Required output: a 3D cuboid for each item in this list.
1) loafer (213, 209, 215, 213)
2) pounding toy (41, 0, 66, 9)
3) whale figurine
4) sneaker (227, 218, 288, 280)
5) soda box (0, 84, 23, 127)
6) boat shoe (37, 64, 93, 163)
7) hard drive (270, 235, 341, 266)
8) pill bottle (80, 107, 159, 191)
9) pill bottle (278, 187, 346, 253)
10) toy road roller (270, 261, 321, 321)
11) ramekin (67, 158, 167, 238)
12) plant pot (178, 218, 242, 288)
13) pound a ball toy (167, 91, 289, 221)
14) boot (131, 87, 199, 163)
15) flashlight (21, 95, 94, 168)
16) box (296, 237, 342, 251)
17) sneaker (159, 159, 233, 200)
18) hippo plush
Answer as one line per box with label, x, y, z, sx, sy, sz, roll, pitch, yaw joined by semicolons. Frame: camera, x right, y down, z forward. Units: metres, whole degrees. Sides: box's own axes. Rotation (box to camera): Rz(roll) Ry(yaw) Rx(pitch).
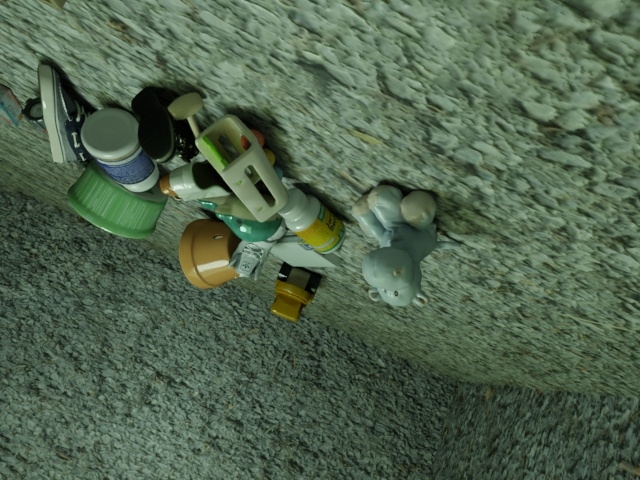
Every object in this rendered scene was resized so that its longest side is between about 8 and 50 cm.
loafer;-0.343;-0.085;1.605;0.147;0.050;0.056;24;162;-2
pounding toy;-0.455;-0.461;0.656;0.130;0.100;0.141;25;172;-3
whale figurine;-0.246;-0.080;1.289;0.271;0.141;0.216;16;-161;23
sneaker;-0.224;0.024;1.510;0.137;0.211;0.366;26;161;-11
soda box;-1.047;-0.449;1.402;0.058;0.063;0.183;27;161;-13
boat shoe;-0.702;-0.356;1.215;0.157;0.127;0.340;-9;158;-29
hard drive;-0.085;0.047;1.686;0.203;0.040;0.307;35;158;-31
pill bottle;-0.574;-0.254;1.246;0.153;0.153;0.265;22;161;2
pill bottle;-0.027;-0.058;1.205;0.117;0.118;0.208;5;154;43
toy road roller;-0.137;0.264;2.027;0.202;0.241;0.330;23;162;2
ramekin;-0.688;-0.158;1.469;0.303;0.148;0.303;34;-166;-10
plant pot;-0.396;0.044;1.717;0.203;0.291;0.291;-8;149;25
pound a ball toy;-0.197;-0.208;1.020;0.208;0.135;0.319;49;175;23
boot;-0.348;-0.238;1.008;0.237;0.085;0.178;60;-173;32
flashlight;-0.839;-0.338;1.390;0.103;0.104;0.304;4;157;0
box;0.000;0.000;1.422;0.168;0.059;0.054;3;154;46
sneaker;-0.328;-0.163;1.133;0.122;0.106;0.290;-14;-178;12
hippo plush;0.169;0.031;1.029;0.234;0.237;0.294;9;157;35
